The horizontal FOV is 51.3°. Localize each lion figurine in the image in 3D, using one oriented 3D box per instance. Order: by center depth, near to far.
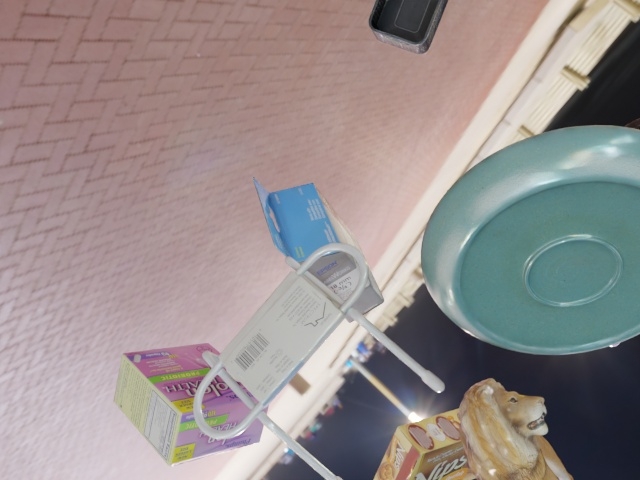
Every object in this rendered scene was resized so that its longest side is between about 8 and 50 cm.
[{"bbox_3d":[0.318,0.351,1.070,0.142,0.240,0.392,-31,158,4],"label":"lion figurine"}]

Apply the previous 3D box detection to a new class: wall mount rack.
[{"bbox_3d":[-0.007,0.190,0.998,0.350,0.304,0.130,-49,146,-5],"label":"wall mount rack"}]

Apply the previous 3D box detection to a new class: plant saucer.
[{"bbox_3d":[0.270,0.024,0.722,0.317,0.318,0.043,-55,-161,35],"label":"plant saucer"}]

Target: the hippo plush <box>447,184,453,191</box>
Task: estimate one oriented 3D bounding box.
[{"bbox_3d":[0.375,-0.005,1.152,0.236,0.294,0.234,-87,-168,-59],"label":"hippo plush"}]

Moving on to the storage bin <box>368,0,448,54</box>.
[{"bbox_3d":[0.182,-0.476,1.315,0.084,0.122,0.180,-10,122,-77],"label":"storage bin"}]

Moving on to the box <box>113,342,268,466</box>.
[{"bbox_3d":[-0.265,0.323,1.363,0.213,0.243,0.117,0,110,-43],"label":"box"}]

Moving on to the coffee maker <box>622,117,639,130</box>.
[{"bbox_3d":[0.573,-0.140,1.113,0.178,0.120,0.171,12,125,-41],"label":"coffee maker"}]

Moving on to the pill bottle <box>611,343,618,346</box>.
[{"bbox_3d":[0.688,0.220,1.606,0.043,0.083,0.043,-33,-144,29],"label":"pill bottle"}]

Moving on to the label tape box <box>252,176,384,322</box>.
[{"bbox_3d":[0.000,0.000,1.497,0.106,0.240,0.333,-31,136,9],"label":"label tape box"}]

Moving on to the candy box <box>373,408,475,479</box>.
[{"bbox_3d":[0.286,0.475,1.504,0.316,0.087,0.183,-4,125,-34],"label":"candy box"}]
